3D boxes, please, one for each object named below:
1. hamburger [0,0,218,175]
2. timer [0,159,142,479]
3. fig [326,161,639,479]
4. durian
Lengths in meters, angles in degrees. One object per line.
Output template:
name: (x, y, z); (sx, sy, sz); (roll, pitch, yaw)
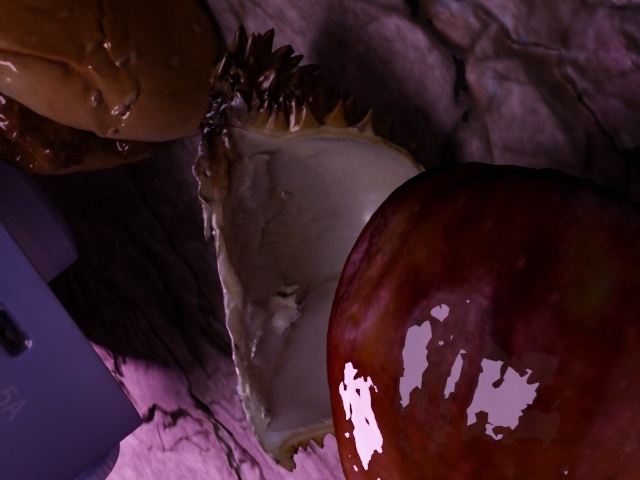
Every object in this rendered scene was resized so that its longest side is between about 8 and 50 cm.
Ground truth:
hamburger: (-0.197, -0.158, 1.248); (0.155, 0.282, 0.245); (-44, 34, 45)
timer: (-0.258, 0.026, 1.367); (0.395, 0.173, 0.395); (50, 170, 12)
fig: (0.107, 0.073, 0.990); (0.224, 0.224, 0.263); (38, 141, 29)
durian: (0.000, 0.000, 1.127); (0.144, 0.139, 0.252); (16, 123, 40)
